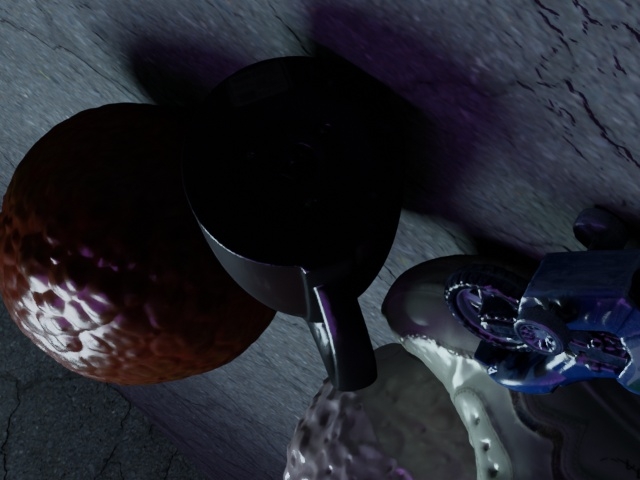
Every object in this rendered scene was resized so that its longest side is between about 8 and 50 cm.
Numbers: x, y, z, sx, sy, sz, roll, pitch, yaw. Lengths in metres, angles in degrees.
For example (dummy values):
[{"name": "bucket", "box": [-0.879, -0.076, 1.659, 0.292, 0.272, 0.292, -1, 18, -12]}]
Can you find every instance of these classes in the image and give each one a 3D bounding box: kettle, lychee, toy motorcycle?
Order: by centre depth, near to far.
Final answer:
[{"name": "toy motorcycle", "box": [0.187, 0.059, 0.981, 0.254, 0.092, 0.135, -2, 136, 47]}, {"name": "kettle", "box": [0.000, 0.000, 1.123, 0.232, 0.144, 0.202, 76, 170, -73]}, {"name": "lychee", "box": [-0.151, 0.008, 1.349, 0.255, 0.255, 0.300, 33, 179, 15]}]

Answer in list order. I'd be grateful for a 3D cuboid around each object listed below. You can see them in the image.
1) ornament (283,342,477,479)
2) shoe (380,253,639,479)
[{"name": "ornament", "box": [0.098, 0.196, 1.324, 0.259, 0.259, 0.225, 21, 117, 48]}, {"name": "shoe", "box": [0.156, 0.154, 1.119, 0.342, 0.210, 0.132, 31, 164, 24]}]
